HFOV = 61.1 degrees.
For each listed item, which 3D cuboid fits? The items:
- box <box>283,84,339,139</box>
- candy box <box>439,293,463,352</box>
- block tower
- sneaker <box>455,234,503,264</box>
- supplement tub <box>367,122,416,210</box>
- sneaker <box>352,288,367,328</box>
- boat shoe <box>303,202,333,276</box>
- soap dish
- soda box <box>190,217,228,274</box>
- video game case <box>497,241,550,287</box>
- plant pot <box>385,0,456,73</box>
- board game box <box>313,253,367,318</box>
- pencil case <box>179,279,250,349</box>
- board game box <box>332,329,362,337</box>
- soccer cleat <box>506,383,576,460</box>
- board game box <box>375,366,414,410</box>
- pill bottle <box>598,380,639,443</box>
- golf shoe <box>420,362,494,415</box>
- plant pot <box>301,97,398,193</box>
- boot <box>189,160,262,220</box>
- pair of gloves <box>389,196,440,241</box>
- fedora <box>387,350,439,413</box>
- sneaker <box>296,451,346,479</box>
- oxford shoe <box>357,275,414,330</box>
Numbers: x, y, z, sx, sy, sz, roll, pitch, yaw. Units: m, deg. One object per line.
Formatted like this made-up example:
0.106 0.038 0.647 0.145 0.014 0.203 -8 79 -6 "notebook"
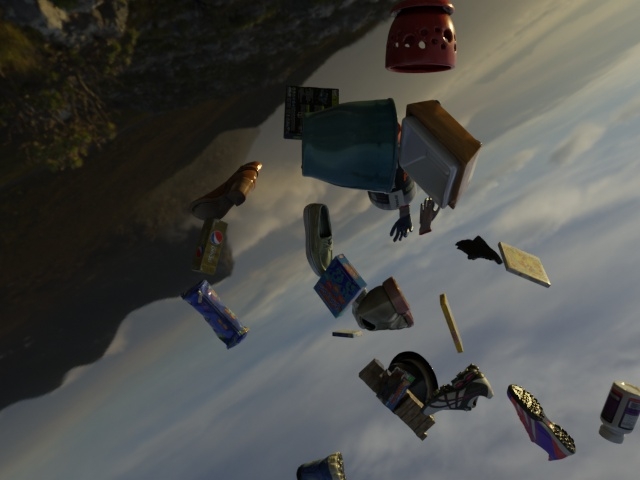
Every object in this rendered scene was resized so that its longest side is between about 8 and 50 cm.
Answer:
-0.029 -0.426 1.819 0.184 0.191 0.045 3 161 -8 "box"
0.494 0.312 2.048 0.027 0.206 0.105 -19 -168 13 "candy box"
0.297 0.600 2.071 0.097 0.335 0.091 -44 177 4 "block tower"
0.552 0.046 1.891 0.089 0.170 0.051 -39 138 7 "sneaker"
0.267 -0.302 2.171 0.207 0.338 0.207 -10 -134 10 "supplement tub"
0.180 0.311 2.629 0.090 0.232 0.115 -8 180 -14 "sneaker"
0.000 0.000 2.141 0.109 0.302 0.094 -17 -172 -37 "boat shoe"
0.327 -0.236 1.503 0.118 0.229 0.291 -37 160 -6 "soap dish"
-0.365 0.019 1.781 0.058 0.061 0.181 5 -103 45 "soda box"
0.900 0.104 2.407 0.227 0.206 0.026 -77 -169 -59 "video game case"
0.271 -0.549 1.464 0.191 0.174 0.191 -1 -173 0 "plant pot"
0.072 0.178 2.092 0.047 0.160 0.210 -18 151 -42 "board game box"
-0.417 0.294 2.166 0.119 0.306 0.133 -42 -176 -16 "pencil case"
0.106 0.368 2.140 0.090 0.020 0.090 0 179 29 "board game box"
0.776 0.666 1.971 0.116 0.318 0.108 -46 175 31 "soccer cleat"
0.261 0.519 1.913 0.136 0.035 0.201 -52 177 -8 "board game box"
1.029 0.591 1.861 0.108 0.108 0.194 -49 154 -76 "pill bottle"
0.442 0.526 1.792 0.273 0.120 0.105 -48 164 33 "golf shoe"
0.072 -0.269 1.546 0.255 0.272 0.271 0 -178 -3 "plant pot"
-0.355 -0.196 2.057 0.283 0.109 0.220 -25 -151 32 "boot"
0.314 -0.074 1.793 0.198 0.023 0.159 -21 -138 41 "pair of gloves"
0.382 0.679 2.483 0.152 0.334 0.334 7 151 -43 "fedora"
0.000 0.679 1.446 0.147 0.330 0.130 -7 -144 3 "sneaker"
0.190 0.209 1.645 0.146 0.140 0.397 -28 156 3 "oxford shoe"
